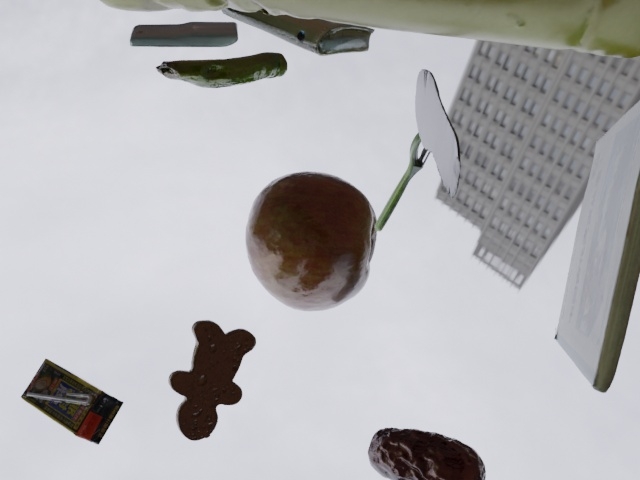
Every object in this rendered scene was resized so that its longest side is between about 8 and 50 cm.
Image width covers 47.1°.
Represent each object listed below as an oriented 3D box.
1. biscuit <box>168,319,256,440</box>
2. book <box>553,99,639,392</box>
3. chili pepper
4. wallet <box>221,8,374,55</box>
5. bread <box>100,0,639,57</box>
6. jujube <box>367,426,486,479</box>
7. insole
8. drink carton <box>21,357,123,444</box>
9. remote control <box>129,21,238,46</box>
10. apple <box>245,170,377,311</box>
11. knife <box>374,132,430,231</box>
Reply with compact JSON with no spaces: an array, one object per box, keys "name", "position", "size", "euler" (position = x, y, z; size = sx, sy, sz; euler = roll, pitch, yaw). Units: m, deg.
[{"name":"biscuit","position":[-0.195,0.242,1.262],"size":[0.138,0.204,0.031],"euler":[18,174,-30]},{"name":"book","position":[0.235,0.000,0.603],"size":[0.025,0.214,0.283],"euler":[13,180,13]},{"name":"chili pepper","position":[-0.134,-0.246,1.058],"size":[0.202,0.052,0.050],"euler":[-14,-104,-35]},{"name":"wallet","position":[-0.024,-0.257,0.848],"size":[0.155,0.039,0.110],"euler":[32,-147,30]},{"name":"bread","position":[0.041,-0.199,0.393],"size":[0.384,0.166,0.112],"euler":[6,178,0]},{"name":"jujube","position":[0.112,0.241,0.785],"size":[0.129,0.077,0.077],"euler":[11,-143,28]},{"name":"insole","position":[0.090,-0.090,0.578],"size":[0.004,0.064,0.188],"euler":[-1,-149,-2]},{"name":"drink carton","position":[-0.366,0.233,1.074],"size":[0.166,0.056,0.071],"euler":[12,-111,42]},{"name":"remote control","position":[-0.207,-0.317,1.121],"size":[0.162,0.029,0.061],"euler":[-2,-147,-7]},{"name":"apple","position":[0.000,0.000,1.474],"size":[0.309,0.250,0.277],"euler":[10,-108,-61]},{"name":"knife","position":[0.100,-0.076,0.858],"size":[0.026,0.184,0.022],"euler":[36,-137,12]}]
